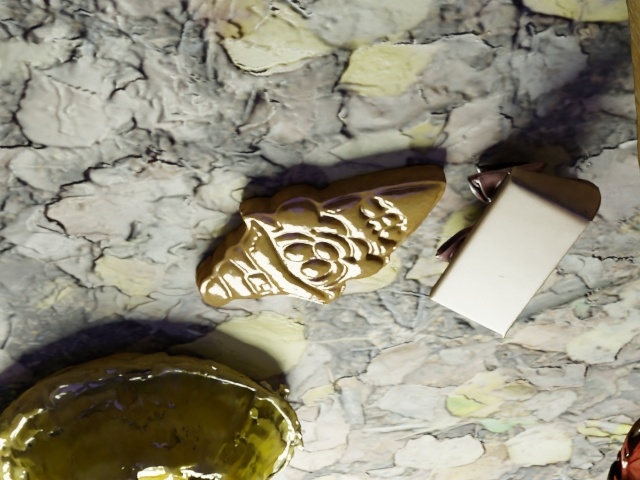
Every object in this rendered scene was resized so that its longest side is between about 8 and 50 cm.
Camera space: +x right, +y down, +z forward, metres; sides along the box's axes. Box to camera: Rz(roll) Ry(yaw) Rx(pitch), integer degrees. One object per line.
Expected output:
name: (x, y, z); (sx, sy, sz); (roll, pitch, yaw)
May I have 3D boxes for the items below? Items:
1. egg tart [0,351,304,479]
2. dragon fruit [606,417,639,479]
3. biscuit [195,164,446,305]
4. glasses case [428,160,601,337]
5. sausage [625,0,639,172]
egg tart: (-0.169, 0.225, 1.719); (0.315, 0.120, 0.315); (-6, 143, -4)
dragon fruit: (0.383, 0.240, 1.822); (0.189, 0.182, 0.182); (-21, 145, 38)
biscuit: (0.000, 0.000, 1.526); (0.250, 0.035, 0.162); (-29, 144, 23)
glasses case: (0.156, -0.009, 1.526); (0.102, 0.070, 0.193); (27, 140, -1)
sausage: (0.289, -0.130, 1.320); (0.123, 0.136, 0.500); (11, 151, 19)
